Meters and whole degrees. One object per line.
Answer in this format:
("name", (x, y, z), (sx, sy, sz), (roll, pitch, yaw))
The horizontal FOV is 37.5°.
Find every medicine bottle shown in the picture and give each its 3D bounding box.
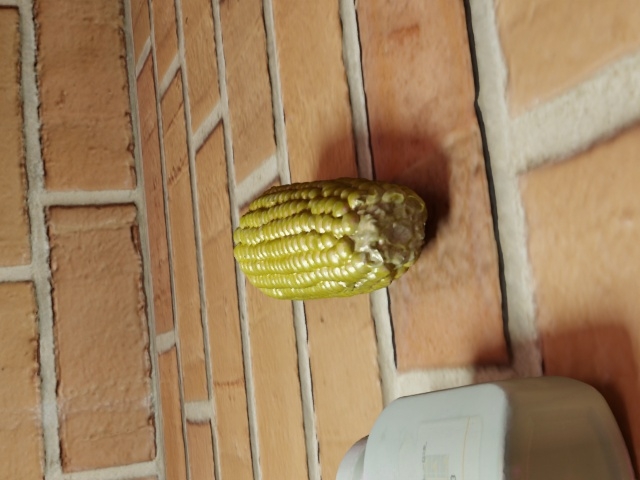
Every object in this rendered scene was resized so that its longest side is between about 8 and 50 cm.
("medicine bottle", (0.111, 0.194, 0.723), (0.296, 0.111, 0.161), (146, 121, -64))

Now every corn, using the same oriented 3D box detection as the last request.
("corn", (0.000, 0.000, 0.969), (0.347, 0.130, 0.130), (178, 90, -67))
